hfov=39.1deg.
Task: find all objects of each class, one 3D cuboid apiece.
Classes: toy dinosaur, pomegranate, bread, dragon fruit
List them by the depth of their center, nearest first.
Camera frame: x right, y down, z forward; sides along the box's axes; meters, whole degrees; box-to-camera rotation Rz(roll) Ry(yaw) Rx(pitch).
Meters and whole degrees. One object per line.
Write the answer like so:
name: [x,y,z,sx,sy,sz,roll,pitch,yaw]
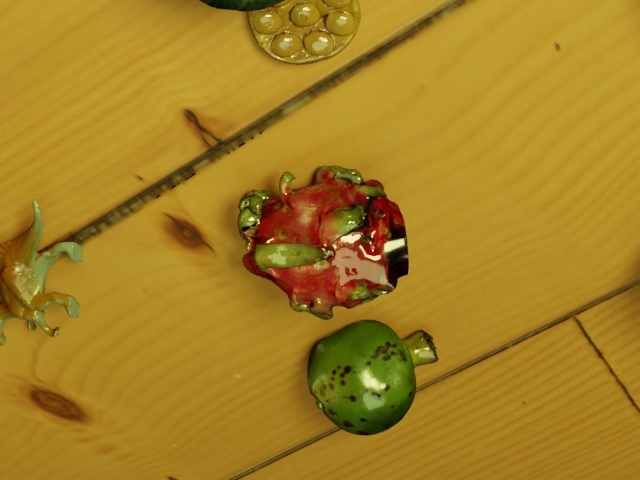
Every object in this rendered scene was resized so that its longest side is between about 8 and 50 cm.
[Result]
bread: [-0.015,-0.212,0.843,0.110,0.024,0.110,-5,131,-5]
dragon fruit: [0.000,0.000,0.953,0.172,0.160,0.166,-5,151,-2]
toy dinosaur: [-0.336,0.033,1.004,0.142,0.057,0.212,3,122,14]
pomegranate: [0.068,0.173,1.135,0.169,0.122,0.143,-14,103,7]

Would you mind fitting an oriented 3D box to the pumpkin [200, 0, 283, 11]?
pumpkin: [-0.061,-0.269,0.717,0.167,0.125,0.167,-6,134,-6]
